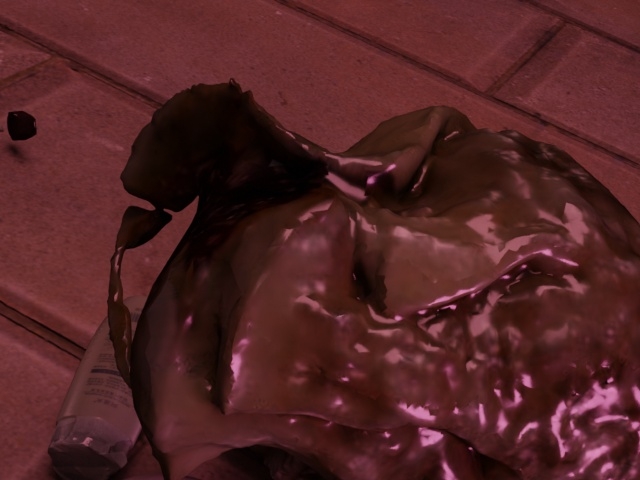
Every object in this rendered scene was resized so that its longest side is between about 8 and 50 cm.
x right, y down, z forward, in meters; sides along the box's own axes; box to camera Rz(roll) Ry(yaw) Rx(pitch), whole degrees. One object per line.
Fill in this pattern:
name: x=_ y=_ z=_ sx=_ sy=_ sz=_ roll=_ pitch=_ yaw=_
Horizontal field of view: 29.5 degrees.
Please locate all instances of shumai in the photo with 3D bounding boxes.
shumai: x=0.014 y=0.074 z=0.857 sx=0.348 sy=0.395 sz=0.395 roll=8 pitch=31 yaw=-42

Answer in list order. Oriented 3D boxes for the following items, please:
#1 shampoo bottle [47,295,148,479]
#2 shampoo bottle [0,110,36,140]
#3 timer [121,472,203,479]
shampoo bottle: x=-0.174 y=0.122 z=1.039 sx=0.072 sy=0.049 sz=0.212 roll=21 pitch=31 yaw=-3
shampoo bottle: x=-0.412 y=-0.109 z=1.249 sx=0.236 sy=0.067 sz=0.068 roll=-11 pitch=34 yaw=-38
timer: x=-0.116 y=0.276 z=0.801 sx=0.262 sy=0.087 sz=0.237 roll=-17 pitch=47 yaw=-43
